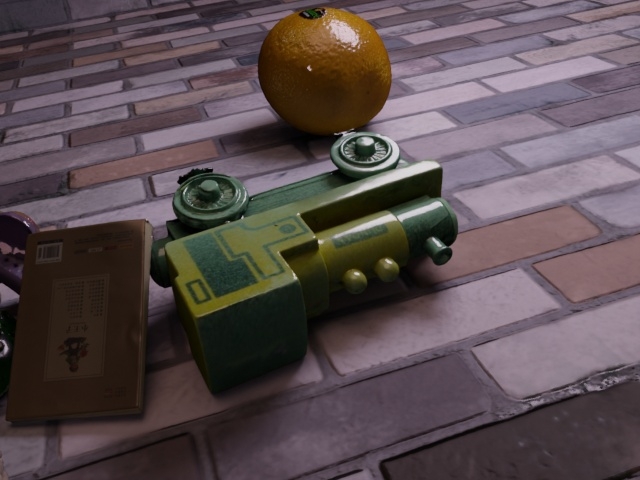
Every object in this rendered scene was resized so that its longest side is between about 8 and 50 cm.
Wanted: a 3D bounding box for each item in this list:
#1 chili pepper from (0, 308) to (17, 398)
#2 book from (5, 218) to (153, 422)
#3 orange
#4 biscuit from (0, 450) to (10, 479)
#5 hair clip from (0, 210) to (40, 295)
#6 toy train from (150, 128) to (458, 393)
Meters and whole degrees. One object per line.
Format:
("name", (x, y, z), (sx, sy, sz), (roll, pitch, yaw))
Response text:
("chili pepper", (-0.358, 0.132, 0.652), (0.098, 0.061, 0.224), (37, 16, -8))
("book", (-0.240, 0.077, 0.677), (0.139, 0.016, 0.198), (-6, 68, 8))
("orange", (0.007, -0.287, 1.147), (0.237, 0.236, 0.236), (-5, 31, 3))
("biscuit", (-0.421, 0.262, 0.440), (0.426, 0.078, 0.144), (-23, 13, -25))
("hair clip", (-0.333, 0.041, 0.774), (0.279, 0.137, 0.090), (32, 51, 19))
("toy train", (0.000, 0.000, 0.755), (0.369, 0.150, 0.237), (-20, 42, -19))
